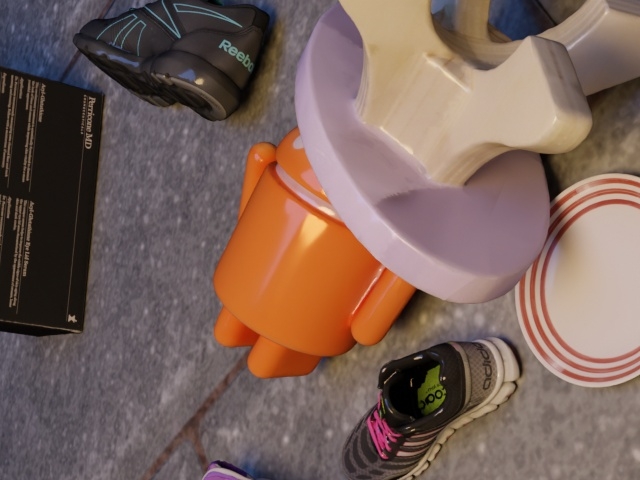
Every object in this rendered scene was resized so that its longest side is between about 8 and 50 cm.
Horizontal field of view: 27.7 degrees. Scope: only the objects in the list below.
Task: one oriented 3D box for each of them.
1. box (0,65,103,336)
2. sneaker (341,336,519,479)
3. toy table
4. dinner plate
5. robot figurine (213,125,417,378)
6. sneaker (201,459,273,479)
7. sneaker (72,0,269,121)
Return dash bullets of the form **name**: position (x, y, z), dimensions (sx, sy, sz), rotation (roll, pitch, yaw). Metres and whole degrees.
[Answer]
- **box**: position (-0.336, -0.041, 1.343), dimensions (0.103, 0.184, 0.261), rotation (-10, 73, 50)
- **sneaker**: position (0.060, 0.121, 0.925), dimensions (0.170, 0.074, 0.063), rotation (-43, 51, 34)
- **toy table**: position (0.091, -0.113, 0.841), dimensions (0.161, 0.252, 0.274), rotation (-59, 42, 41)
- **dinner plate**: position (0.187, 0.026, 0.849), dimensions (0.141, 0.017, 0.141), rotation (-15, 70, 47)
- **robot figurine**: position (-0.002, -0.001, 0.988), dimensions (0.219, 0.128, 0.158), rotation (-62, 18, 17)
- **sneaker**: position (-0.102, 0.270, 1.066), dimensions (0.282, 0.102, 0.161), rotation (-19, 62, 34)
- **sneaker**: position (-0.140, -0.186, 1.244), dimensions (0.267, 0.101, 0.106), rotation (22, 78, 48)
